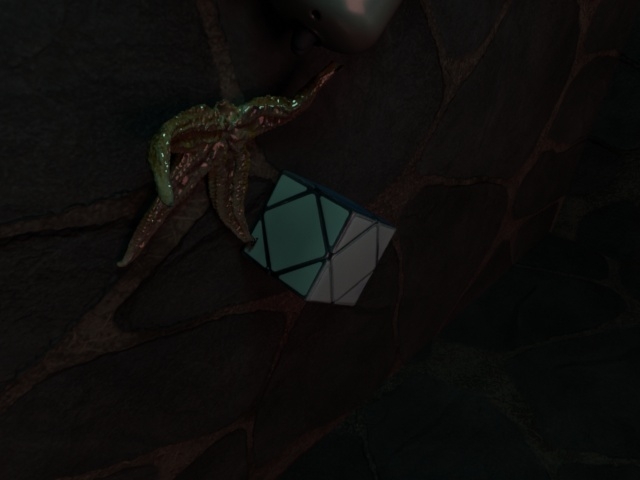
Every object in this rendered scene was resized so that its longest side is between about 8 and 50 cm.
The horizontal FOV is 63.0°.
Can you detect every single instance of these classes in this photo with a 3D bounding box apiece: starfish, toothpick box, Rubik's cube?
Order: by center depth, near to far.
[{"bbox_3d":[0.044,-0.432,0.802,0.316,0.229,0.229,-59,148,6],"label":"toothpick box"},{"bbox_3d":[-0.155,-0.123,0.870,0.398,0.132,0.383,-32,149,-55],"label":"starfish"},{"bbox_3d":[0.000,0.000,1.103,0.205,0.205,0.207,18,102,-57],"label":"Rubik's cube"}]
